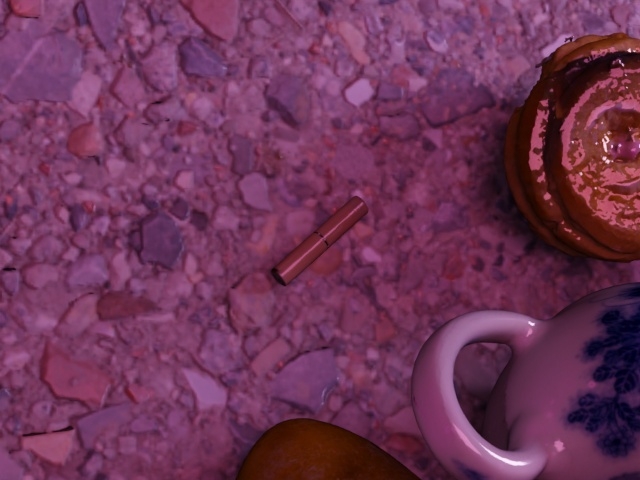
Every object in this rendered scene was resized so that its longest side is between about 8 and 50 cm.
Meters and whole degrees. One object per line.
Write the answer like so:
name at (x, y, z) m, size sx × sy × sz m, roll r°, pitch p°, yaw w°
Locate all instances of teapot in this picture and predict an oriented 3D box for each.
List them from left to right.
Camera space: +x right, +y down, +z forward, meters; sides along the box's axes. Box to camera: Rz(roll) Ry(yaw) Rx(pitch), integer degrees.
teapot at (0.242, 0.177, 1.198) m, size 0.424 × 0.252 × 0.280 m, roll 27°, pitch 41°, yaw -23°

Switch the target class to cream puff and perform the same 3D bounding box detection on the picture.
cream puff at (0.229, -0.075, 1.332) m, size 0.189 × 0.129 × 0.189 m, roll 1°, pitch 87°, yaw -12°

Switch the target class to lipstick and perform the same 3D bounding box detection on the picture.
lipstick at (0.000, 0.000, 1.320) m, size 0.094 × 0.019 × 0.019 m, roll -41°, pitch 89°, yaw -17°

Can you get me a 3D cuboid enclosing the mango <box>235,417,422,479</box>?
mango at (0.061, 0.292, 1.186) m, size 0.221 × 0.199 × 0.384 m, roll -28°, pitch 73°, yaw -11°
